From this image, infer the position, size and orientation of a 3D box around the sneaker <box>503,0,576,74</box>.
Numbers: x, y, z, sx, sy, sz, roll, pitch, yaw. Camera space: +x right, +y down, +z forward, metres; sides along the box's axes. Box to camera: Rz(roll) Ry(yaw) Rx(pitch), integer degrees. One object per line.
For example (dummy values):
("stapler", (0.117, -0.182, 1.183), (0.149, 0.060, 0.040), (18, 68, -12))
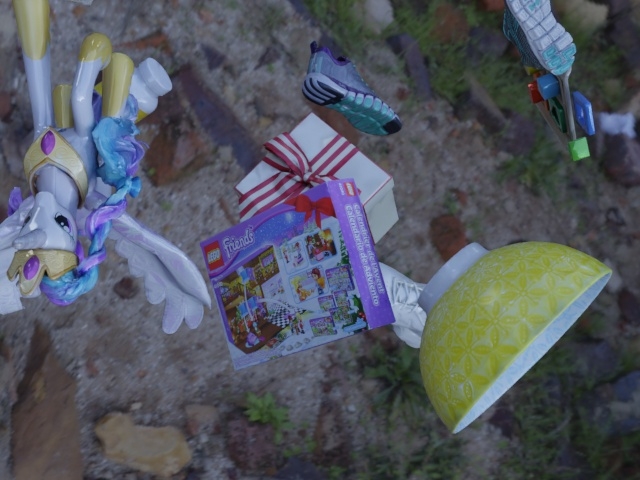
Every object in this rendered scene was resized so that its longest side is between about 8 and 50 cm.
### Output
("sneaker", (0.249, -0.277, 1.169), (0.065, 0.076, 0.166), (-37, 114, -19))

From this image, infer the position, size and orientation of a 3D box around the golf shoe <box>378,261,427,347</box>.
("golf shoe", (0.156, 0.102, 1.637), (0.306, 0.140, 0.115), (29, 59, -50))

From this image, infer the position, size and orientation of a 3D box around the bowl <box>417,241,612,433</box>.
("bowl", (0.221, 0.095, 1.231), (0.289, 0.289, 0.156), (-33, 68, -31))

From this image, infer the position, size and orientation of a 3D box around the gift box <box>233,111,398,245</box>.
("gift box", (-0.008, -0.059, 1.883), (0.255, 0.258, 0.276), (36, 77, 20))

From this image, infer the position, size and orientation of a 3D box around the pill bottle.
("pill bottle", (-0.384, -0.275, 1.838), (0.103, 0.184, 0.103), (51, 18, -24))

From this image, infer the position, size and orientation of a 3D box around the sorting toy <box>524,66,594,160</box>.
("sorting toy", (0.422, -0.288, 1.776), (0.047, 0.196, 0.347), (-18, 45, 1))

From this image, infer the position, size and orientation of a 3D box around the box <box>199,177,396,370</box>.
("box", (-0.041, 0.054, 1.317), (0.057, 0.293, 0.201), (-10, 81, -45))

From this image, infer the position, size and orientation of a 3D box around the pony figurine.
("pony figurine", (-0.287, -0.050, 1.096), (0.303, 0.351, 0.363), (-2, 64, -2))

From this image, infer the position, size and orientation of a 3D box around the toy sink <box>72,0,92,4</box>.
("toy sink", (-0.476, -0.548, 1.790), (0.234, 0.131, 0.153), (3, 66, -24))

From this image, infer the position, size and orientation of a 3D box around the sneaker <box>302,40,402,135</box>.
("sneaker", (0.063, -0.256, 1.597), (0.224, 0.083, 0.098), (24, 62, -44))
